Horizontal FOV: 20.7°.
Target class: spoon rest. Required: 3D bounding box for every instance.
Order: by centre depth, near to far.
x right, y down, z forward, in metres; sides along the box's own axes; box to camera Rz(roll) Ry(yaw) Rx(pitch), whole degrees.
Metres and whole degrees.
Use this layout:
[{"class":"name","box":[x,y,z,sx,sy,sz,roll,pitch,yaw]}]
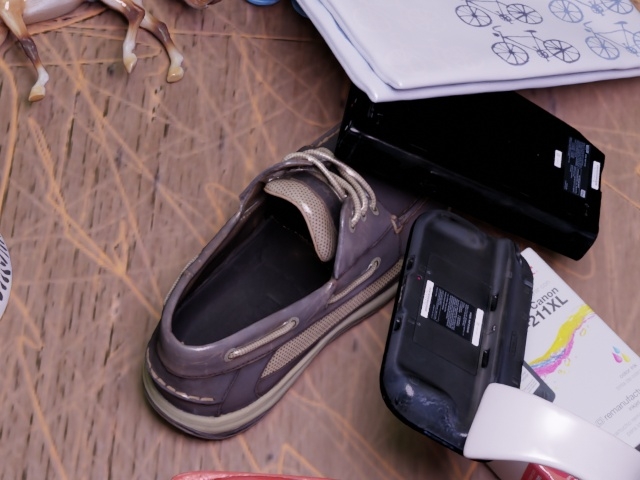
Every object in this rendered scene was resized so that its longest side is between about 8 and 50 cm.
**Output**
[{"class":"spoon rest","box":[0.210,0.190,1.218,0.084,0.276,0.137,0,59,45]}]

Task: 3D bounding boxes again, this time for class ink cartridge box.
[{"class":"ink cartridge box","box":[0.167,0.112,1.343,0.127,0.072,0.175,-36,69,-20]}]

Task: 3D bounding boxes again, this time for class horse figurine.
[{"class":"horse figurine","box":[-0.218,-0.202,1.498,0.263,0.066,0.174,-15,69,-9]}]

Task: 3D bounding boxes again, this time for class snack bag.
[{"class":"snack bag","box":[0.092,-0.247,1.476,0.323,0.037,0.342,-9,51,-35]}]

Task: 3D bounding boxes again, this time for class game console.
[{"class":"game console","box":[0.100,0.001,1.303,0.213,0.044,0.361,23,45,-9]}]

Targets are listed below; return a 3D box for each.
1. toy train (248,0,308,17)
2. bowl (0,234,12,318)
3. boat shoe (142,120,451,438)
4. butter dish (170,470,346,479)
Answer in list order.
[{"class":"toy train","box":[-0.038,-0.262,1.538,0.184,0.080,0.105,18,53,8]},{"class":"bowl","box":[-0.328,0.014,1.363,0.170,0.080,0.170,2,61,-3]},{"class":"boat shoe","box":[0.000,0.000,1.361,0.132,0.130,0.355,32,64,13]},{"class":"butter dish","box":[-0.038,0.225,1.242,0.160,0.118,0.160,3,61,-1]}]
